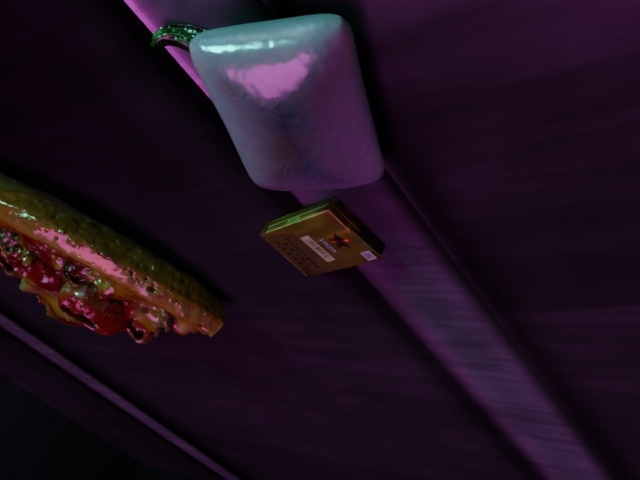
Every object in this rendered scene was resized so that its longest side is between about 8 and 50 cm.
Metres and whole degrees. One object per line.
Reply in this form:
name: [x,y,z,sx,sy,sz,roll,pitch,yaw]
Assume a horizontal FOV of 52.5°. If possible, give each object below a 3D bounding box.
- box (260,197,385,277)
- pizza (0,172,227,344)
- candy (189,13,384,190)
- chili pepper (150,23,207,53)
box: [0.000,0.000,0.767,0.090,0.023,0.133,40,146,-25]
pizza: [-0.397,0.085,1.081,0.440,0.130,0.406,32,146,-9]
candy: [-0.023,-0.111,0.568,0.138,0.071,0.174,-1,142,18]
chili pepper: [-0.098,-0.156,0.595,0.118,0.035,0.055,38,131,-25]
